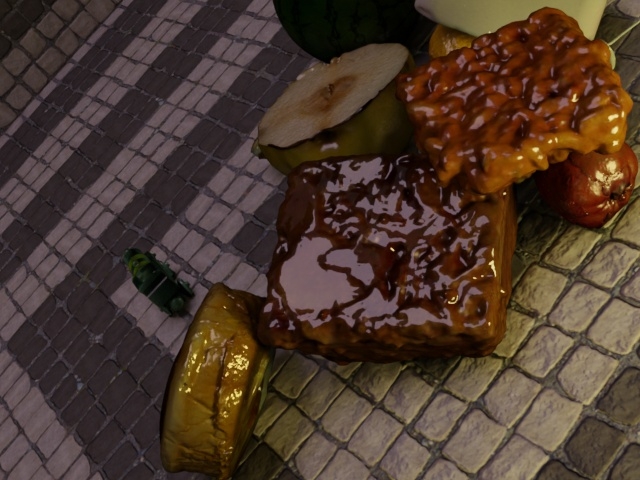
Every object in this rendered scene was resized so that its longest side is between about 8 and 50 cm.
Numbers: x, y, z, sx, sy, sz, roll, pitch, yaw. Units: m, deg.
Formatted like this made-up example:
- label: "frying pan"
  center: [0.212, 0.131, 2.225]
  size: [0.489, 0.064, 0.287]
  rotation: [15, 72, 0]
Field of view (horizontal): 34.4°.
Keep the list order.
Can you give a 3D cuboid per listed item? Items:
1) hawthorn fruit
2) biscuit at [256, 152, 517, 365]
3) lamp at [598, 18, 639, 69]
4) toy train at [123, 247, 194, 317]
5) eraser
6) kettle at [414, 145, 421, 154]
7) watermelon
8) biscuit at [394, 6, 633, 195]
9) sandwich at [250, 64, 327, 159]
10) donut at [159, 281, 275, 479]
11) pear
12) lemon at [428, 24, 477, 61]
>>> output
- label: "hawthorn fruit"
  center: [0.398, -0.104, 1.583]
  size: [0.148, 0.148, 0.172]
  rotation: [-48, 50, -5]
- label: "biscuit"
  center: [0.118, 0.028, 1.650]
  size: [0.394, 0.166, 0.343]
  rotation: [-2, 64, 25]
- label: "lamp"
  center: [0.565, -0.375, 1.809]
  size: [0.198, 0.056, 0.050]
  rotation: [-36, 33, -6]
- label: "toy train"
  center: [-0.352, 0.077, 2.184]
  size: [0.083, 0.132, 0.200]
  rotation: [-48, 37, -6]
- label: "eraser"
  center: [0.368, -0.480, 1.929]
  size: [0.331, 0.150, 0.331]
  rotation: [7, 36, -5]
- label: "kettle"
  center: [0.320, -0.202, 1.785]
  size: [0.255, 0.165, 0.240]
  rotation: [-9, 19, 44]
- label: "watermelon"
  center: [0.059, -0.540, 2.210]
  size: [0.363, 0.363, 0.363]
  rotation: [-27, 38, 24]
- label: "biscuit"
  center: [0.288, -0.206, 1.552]
  size: [0.312, 0.111, 0.318]
  rotation: [-24, 47, 5]
- label: "sandwich"
  center: [-0.046, -0.263, 2.256]
  size: [0.258, 0.096, 0.094]
  rotation: [-50, 29, -5]
- label: "donut"
  center: [-0.159, 0.233, 1.724]
  size: [0.159, 0.330, 0.330]
  rotation: [8, 53, 8]
- label: "pear"
  center: [0.060, -0.214, 2.002]
  size: [0.340, 0.191, 0.386]
  rotation: [-23, 27, 21]
- label: "lemon"
  center: [0.277, -0.357, 1.979]
  size: [0.142, 0.142, 0.187]
  rotation: [-26, 41, 25]
